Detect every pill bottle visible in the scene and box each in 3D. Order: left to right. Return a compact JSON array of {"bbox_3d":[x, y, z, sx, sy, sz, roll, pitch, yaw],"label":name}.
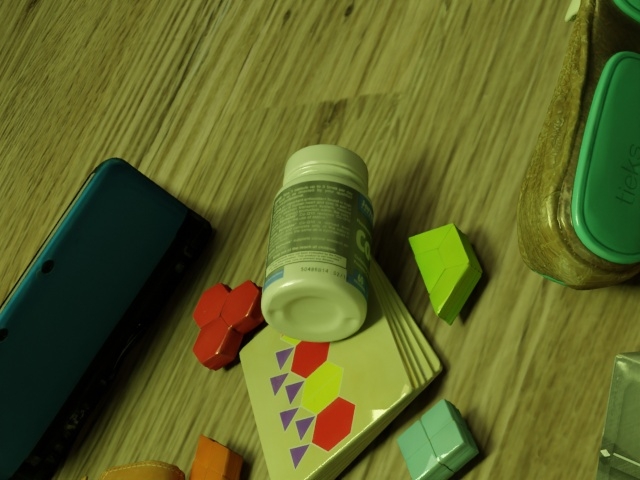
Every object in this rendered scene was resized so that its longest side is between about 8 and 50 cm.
[{"bbox_3d":[0.000,0.000,1.132,0.078,0.078,0.137,-27,42,35],"label":"pill bottle"}]

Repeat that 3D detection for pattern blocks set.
[{"bbox_3d":[0.007,0.095,1.133,0.285,0.026,0.325,-37,37,24],"label":"pattern blocks set"}]

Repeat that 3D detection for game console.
[{"bbox_3d":[-0.251,0.056,1.355,0.293,0.173,0.250,-56,34,-4],"label":"game console"}]

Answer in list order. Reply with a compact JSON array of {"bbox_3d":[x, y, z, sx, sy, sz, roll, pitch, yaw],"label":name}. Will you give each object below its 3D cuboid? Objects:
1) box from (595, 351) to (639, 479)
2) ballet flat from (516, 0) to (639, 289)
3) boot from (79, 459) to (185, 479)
[{"bbox_3d":[0.206,0.160,0.619,0.231,0.056,0.183,18,103,52],"label":"box"},{"bbox_3d":[0.206,-0.119,1.030,0.124,0.116,0.342,-26,43,65],"label":"ballet flat"},{"bbox_3d":[-0.220,0.290,1.161,0.283,0.109,0.220,-25,44,33],"label":"boot"}]
